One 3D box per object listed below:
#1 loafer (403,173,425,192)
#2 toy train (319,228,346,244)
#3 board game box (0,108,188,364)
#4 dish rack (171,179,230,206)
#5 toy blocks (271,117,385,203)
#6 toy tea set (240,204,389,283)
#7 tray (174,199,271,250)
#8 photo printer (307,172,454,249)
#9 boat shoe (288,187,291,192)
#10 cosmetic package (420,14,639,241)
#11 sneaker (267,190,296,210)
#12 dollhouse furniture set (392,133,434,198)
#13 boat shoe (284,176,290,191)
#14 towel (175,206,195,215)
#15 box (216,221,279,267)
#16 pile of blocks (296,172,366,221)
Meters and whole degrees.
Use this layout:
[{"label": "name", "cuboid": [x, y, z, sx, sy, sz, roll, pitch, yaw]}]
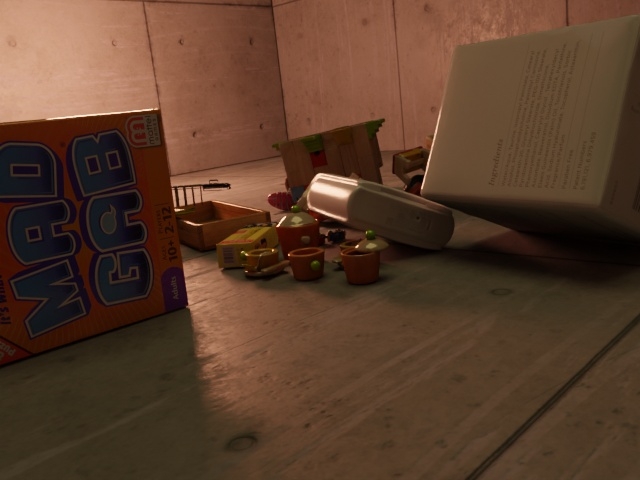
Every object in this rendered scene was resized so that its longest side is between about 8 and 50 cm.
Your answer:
[{"label": "loafer", "cuboid": [0.323, -0.167, 2.043, 0.078, 0.080, 0.220, -38, -8, 37]}, {"label": "toy train", "cuboid": [-0.008, -0.003, 1.525, 0.158, 0.027, 0.036, -11, 17, -19]}, {"label": "board game box", "cuboid": [-0.499, -0.032, 1.125, 0.356, 0.356, 0.356, -16, 16, -40]}, {"label": "dish rack", "cuboid": [-0.384, -0.124, 1.759, 0.271, 0.074, 0.208, -5, 5, -10]}, {"label": "toy blocks", "cuboid": [0.046, -0.210, 1.966, 0.381, 0.261, 0.191, -9, 12, 23]}, {"label": "toy tea set", "cuboid": [0.000, 0.000, 1.276, 0.336, 0.124, 0.200, 2, 15, 35]}, {"label": "tray", "cuboid": [-0.318, -0.049, 1.791, 0.202, 0.076, 0.411, -13, 13, -28]}, {"label": "photo printer", "cuboid": [0.117, -0.071, 1.424, 0.256, 0.107, 0.307, 15, 4, -22]}, {"label": "boat shoe", "cuboid": [0.011, -0.176, 2.172, 0.254, 0.095, 0.079, -9, 20, 33]}, {"label": "cosmetic package", "cuboid": [0.468, -0.188, 1.217, 0.329, 0.328, 0.393, 14, -2, -38]}, {"label": "sneaker", "cuboid": [-0.094, -0.138, 2.113, 0.170, 0.063, 0.075, -4, 12, -11]}, {"label": "dollhouse furniture set", "cuboid": [0.370, -0.226, 1.915, 0.374, 0.201, 0.152, -19, 38, -21]}, {"label": "boat shoe", "cuboid": [0.040, -0.242, 2.399, 0.341, 0.123, 0.123, -10, 12, 13]}, {"label": "towel", "cuboid": [-0.441, -0.070, 1.667, 0.102, 0.021, 0.237, 2, 8, 27]}, {"label": "box", "cuboid": [-0.165, 0.008, 1.481, 0.087, 0.058, 0.232, -3, 13, 13]}, {"label": "pile of blocks", "cuboid": [0.046, -0.083, 1.752, 0.113, 0.149, 0.362, -57, 21, -15]}]
